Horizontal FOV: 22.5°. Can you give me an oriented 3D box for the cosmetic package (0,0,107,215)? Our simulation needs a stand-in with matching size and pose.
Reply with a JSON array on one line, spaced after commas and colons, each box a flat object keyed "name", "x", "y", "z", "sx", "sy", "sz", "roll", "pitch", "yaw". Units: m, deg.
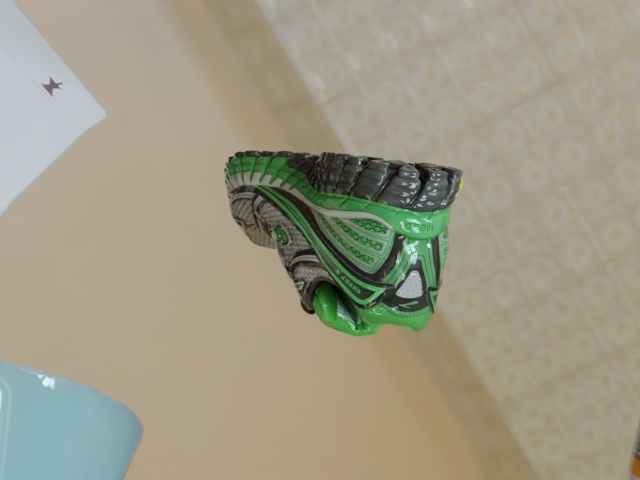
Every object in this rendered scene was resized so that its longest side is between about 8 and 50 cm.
[{"name": "cosmetic package", "x": -0.332, "y": -0.124, "z": 0.870, "sx": 0.097, "sy": 0.377, "sz": 0.284, "roll": -27, "pitch": -163, "yaw": 44}]

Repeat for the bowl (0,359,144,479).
[{"name": "bowl", "x": -0.304, "y": 0.212, "z": 1.285, "sx": 0.311, "sy": 0.311, "sz": 0.163, "roll": -21, "pitch": -124, "yaw": 42}]

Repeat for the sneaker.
[{"name": "sneaker", "x": 0.000, "y": 0.000, "z": 1.348, "sx": 0.134, "sy": 0.146, "sz": 0.343, "roll": 7, "pitch": -178, "yaw": -20}]

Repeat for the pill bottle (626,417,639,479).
[{"name": "pill bottle", "x": 0.370, "y": 0.103, "z": 1.385, "sx": 0.162, "sy": 0.279, "sz": 0.162, "roll": 13, "pitch": -177, "yaw": -1}]
